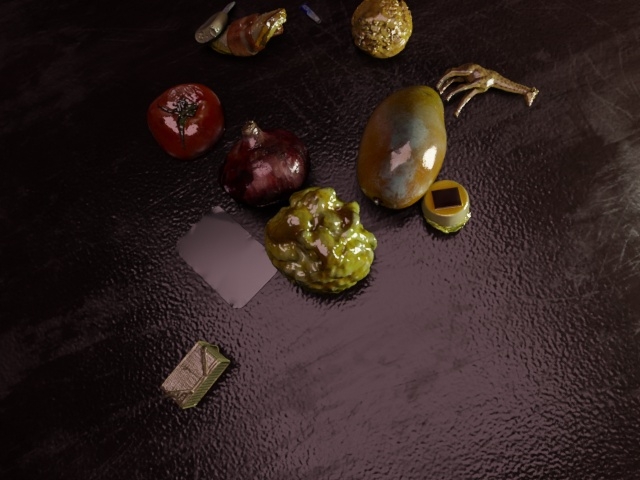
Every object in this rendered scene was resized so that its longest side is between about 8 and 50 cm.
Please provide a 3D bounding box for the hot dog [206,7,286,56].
[{"bbox_3d":[-0.205,-0.587,1.642,0.262,0.093,0.123,-3,57,29],"label":"hot dog"}]

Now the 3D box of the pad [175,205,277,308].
[{"bbox_3d":[-0.256,0.043,1.549,0.267,0.004,0.181,43,84,13],"label":"pad"}]

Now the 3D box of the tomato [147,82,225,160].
[{"bbox_3d":[-0.386,-0.352,1.607,0.228,0.101,0.227,-1,75,2],"label":"tomato"}]

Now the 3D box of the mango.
[{"bbox_3d":[0.221,-0.257,1.483,0.222,0.199,0.383,18,67,19],"label":"mango"}]

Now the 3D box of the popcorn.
[{"bbox_3d":[0.005,0.006,1.416,0.282,0.247,0.281,2,75,-6],"label":"popcorn"}]

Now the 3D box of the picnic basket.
[{"bbox_3d":[-0.312,0.337,1.428,0.079,0.115,0.164,38,83,10],"label":"picnic basket"}]

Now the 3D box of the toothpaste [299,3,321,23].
[{"bbox_3d":[-0.029,-0.677,1.694,0.024,0.015,0.083,-40,71,-4],"label":"toothpaste"}]

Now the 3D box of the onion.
[{"bbox_3d":[-0.151,-0.206,1.475,0.252,0.219,0.252,-17,32,11],"label":"onion"}]

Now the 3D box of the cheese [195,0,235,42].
[{"bbox_3d":[-0.296,-0.647,1.665,0.097,0.037,0.192,-10,41,35],"label":"cheese"}]

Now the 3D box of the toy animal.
[{"bbox_3d":[0.454,-0.425,1.571,0.276,0.054,0.149,-7,79,3],"label":"toy animal"}]

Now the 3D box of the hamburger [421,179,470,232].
[{"bbox_3d":[0.329,-0.088,1.488,0.127,0.081,0.141,-23,64,-2],"label":"hamburger"}]

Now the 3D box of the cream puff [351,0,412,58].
[{"bbox_3d":[0.169,-0.609,1.601,0.189,0.129,0.188,-2,73,6],"label":"cream puff"}]
